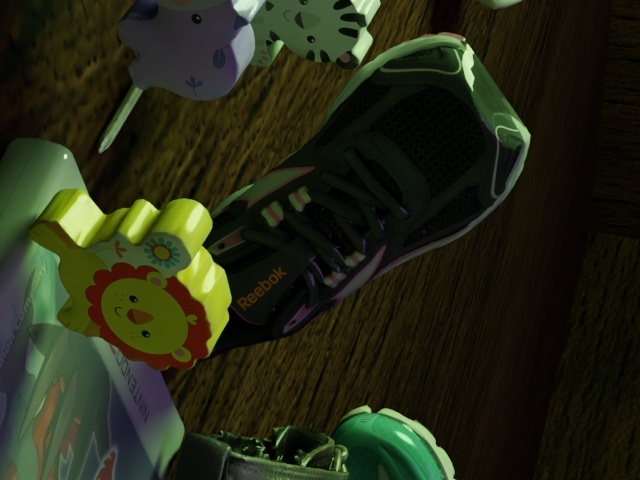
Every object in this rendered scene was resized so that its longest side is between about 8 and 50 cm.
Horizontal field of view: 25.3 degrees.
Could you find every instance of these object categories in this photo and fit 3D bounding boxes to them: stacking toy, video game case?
[{"bbox_3d":[-0.042,-0.100,0.397,0.167,0.052,0.221,-64,150,-48],"label":"stacking toy"},{"bbox_3d":[-0.097,0.102,0.431,0.183,0.023,0.201,79,25,-55],"label":"video game case"}]

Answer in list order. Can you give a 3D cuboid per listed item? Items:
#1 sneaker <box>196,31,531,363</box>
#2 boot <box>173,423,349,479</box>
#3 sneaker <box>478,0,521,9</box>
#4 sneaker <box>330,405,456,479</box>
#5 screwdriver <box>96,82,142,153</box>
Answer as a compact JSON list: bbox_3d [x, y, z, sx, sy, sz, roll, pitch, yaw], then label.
[{"bbox_3d":[0.000,0.000,0.513,0.178,0.072,0.077,-42,-176,42],"label":"sneaker"},{"bbox_3d":[-0.026,0.197,0.627,0.263,0.091,0.229,47,57,-70],"label":"boot"},{"bbox_3d":[0.132,-0.234,0.930,0.292,0.108,0.169,-37,132,-72],"label":"sneaker"},{"bbox_3d":[0.018,0.236,0.841,0.110,0.107,0.275,5,95,-67],"label":"sneaker"},{"bbox_3d":[-0.040,-0.092,0.516,0.024,0.025,0.170,82,22,-51],"label":"screwdriver"}]
